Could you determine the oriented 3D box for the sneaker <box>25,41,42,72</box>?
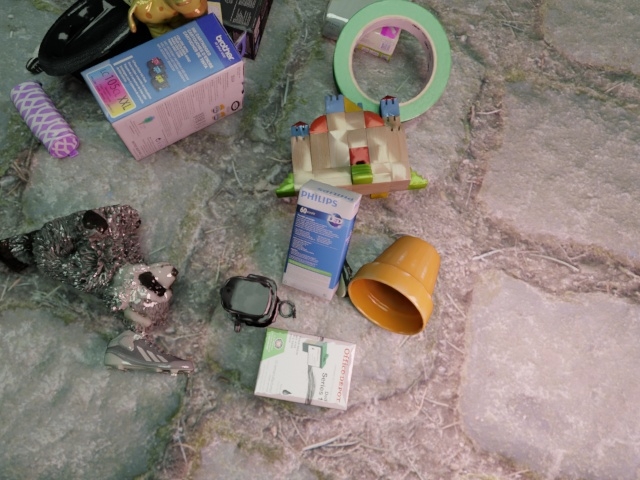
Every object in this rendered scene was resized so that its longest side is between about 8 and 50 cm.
[{"bbox_3d":[-0.760,-0.500,1.283,0.043,0.040,0.109,26,70,17],"label":"sneaker"}]

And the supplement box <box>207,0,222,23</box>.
[{"bbox_3d":[-0.292,-0.556,1.195,0.056,0.083,0.083,-14,104,-35],"label":"supplement box"}]

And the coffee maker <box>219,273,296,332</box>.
[{"bbox_3d":[-0.142,0.142,1.114,0.171,0.178,0.120,-10,78,-9],"label":"coffee maker"}]

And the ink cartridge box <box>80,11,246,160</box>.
[{"bbox_3d":[-0.339,-0.383,1.176,0.395,0.270,0.151,-29,88,-13],"label":"ink cartridge box"}]

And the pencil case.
[{"bbox_3d":[-0.706,-0.310,1.211,0.086,0.088,0.206,-34,81,-17],"label":"pencil case"}]

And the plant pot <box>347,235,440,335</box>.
[{"bbox_3d":[0.201,0.097,1.169,0.205,0.205,0.188,36,59,3],"label":"plant pot"}]

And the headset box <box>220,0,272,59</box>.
[{"bbox_3d":[-0.292,-0.681,1.330,0.283,0.131,0.246,14,76,-3],"label":"headset box"}]

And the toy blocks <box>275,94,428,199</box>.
[{"bbox_3d":[0.069,-0.252,1.218,0.381,0.191,0.261,-6,79,2],"label":"toy blocks"}]

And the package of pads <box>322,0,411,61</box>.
[{"bbox_3d":[0.149,-0.710,1.404,0.229,0.101,0.296,20,74,-2],"label":"package of pads"}]

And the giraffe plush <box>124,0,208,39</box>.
[{"bbox_3d":[-0.335,-0.554,1.088,0.170,0.210,0.181,-8,89,24],"label":"giraffe plush"}]

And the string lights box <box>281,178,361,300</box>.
[{"bbox_3d":[0.000,0.000,1.130,0.133,0.077,0.260,19,115,11],"label":"string lights box"}]

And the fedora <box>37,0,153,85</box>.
[{"bbox_3d":[-0.548,-0.509,1.224,0.334,0.152,0.334,-9,59,16],"label":"fedora"}]

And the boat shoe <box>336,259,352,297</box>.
[{"bbox_3d":[0.058,0.082,1.224,0.042,0.049,0.133,2,68,-31],"label":"boat shoe"}]

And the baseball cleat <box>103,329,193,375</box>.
[{"bbox_3d":[-0.399,0.261,1.111,0.206,0.072,0.109,6,69,-9],"label":"baseball cleat"}]

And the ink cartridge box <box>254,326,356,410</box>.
[{"bbox_3d":[-0.035,0.305,1.130,0.219,0.092,0.160,11,75,-3],"label":"ink cartridge box"}]

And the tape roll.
[{"bbox_3d":[0.193,-0.486,1.305,0.321,0.077,0.321,0,99,-1],"label":"tape roll"}]

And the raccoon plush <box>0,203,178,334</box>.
[{"bbox_3d":[-0.552,0.102,1.119,0.446,0.216,0.299,-16,92,19],"label":"raccoon plush"}]
